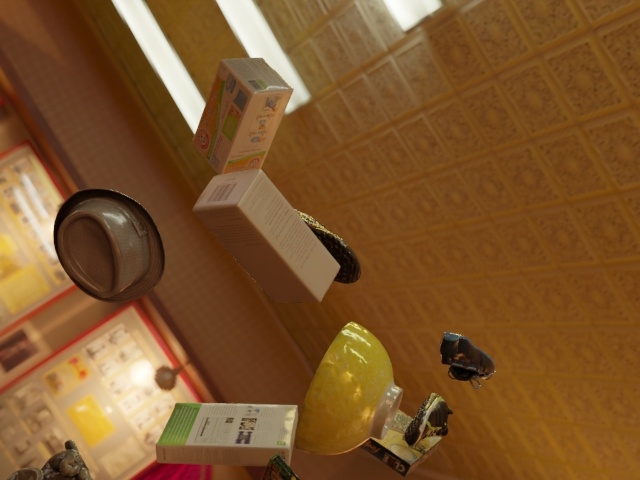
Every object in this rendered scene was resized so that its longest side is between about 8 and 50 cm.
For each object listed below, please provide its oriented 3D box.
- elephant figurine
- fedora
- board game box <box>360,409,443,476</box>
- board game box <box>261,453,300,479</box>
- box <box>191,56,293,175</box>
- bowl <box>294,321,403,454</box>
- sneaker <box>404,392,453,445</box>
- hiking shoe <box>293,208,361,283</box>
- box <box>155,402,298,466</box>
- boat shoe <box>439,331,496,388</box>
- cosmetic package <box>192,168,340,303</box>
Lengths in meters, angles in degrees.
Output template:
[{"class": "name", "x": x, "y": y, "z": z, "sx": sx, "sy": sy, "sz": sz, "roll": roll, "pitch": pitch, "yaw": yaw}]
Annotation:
[{"class": "elephant figurine", "x": -0.638, "y": 0.586, "z": 2.113, "sx": 0.169, "sy": 0.239, "sz": 0.186, "roll": 59, "pitch": -16, "yaw": 5}, {"class": "fedora", "x": -0.472, "y": 0.026, "z": 2.004, "sx": 0.124, "sy": 0.243, "sz": 0.275, "roll": -70, "pitch": 146, "yaw": -72}, {"class": "board game box", "x": 0.218, "y": 0.548, "z": 2.540, "sx": 0.165, "sy": 0.243, "sz": 0.042, "roll": 31, "pitch": -71, "yaw": 22}, {"class": "board game box", "x": -0.090, "y": 0.610, "z": 2.163, "sx": 0.136, "sy": 0.030, "sz": 0.260, "roll": 43, "pitch": -37, "yaw": 20}, {"class": "box", "x": -0.153, "y": -0.237, "z": 1.789, "sx": 0.114, "sy": 0.103, "sz": 0.203, "roll": 48, "pitch": -49, "yaw": 28}, {"class": "bowl", "x": 0.079, "y": 0.332, "z": 1.933, "sx": 0.156, "sy": 0.289, "sz": 0.289, "roll": 23, "pitch": -32, "yaw": 14}, {"class": "sneaker", "x": 0.306, "y": 0.492, "z": 2.502, "sx": 0.097, "sy": 0.234, "sz": 0.084, "roll": 40, "pitch": -58, "yaw": 5}, {"class": "hiking shoe", "x": 0.000, "y": 0.000, "z": 1.932, "sx": 0.227, "sy": 0.086, "sz": 0.114, "roll": 40, "pitch": 17, "yaw": 5}, {"class": "box", "x": -0.224, "y": 0.476, "z": 2.293, "sx": 0.232, "sy": 0.322, "sz": 0.059, "roll": -76, "pitch": 167, "yaw": -74}, {"class": "boat shoe", "x": 0.339, "y": 0.297, "z": 2.233, "sx": 0.109, "sy": 0.089, "sz": 0.258, "roll": 6, "pitch": -21, "yaw": 39}, {"class": "cosmetic package", "x": -0.084, "y": -0.002, "z": 1.484, "sx": 0.117, "sy": 0.085, "sz": 0.231, "roll": -2, "pitch": -42, "yaw": 45}]
